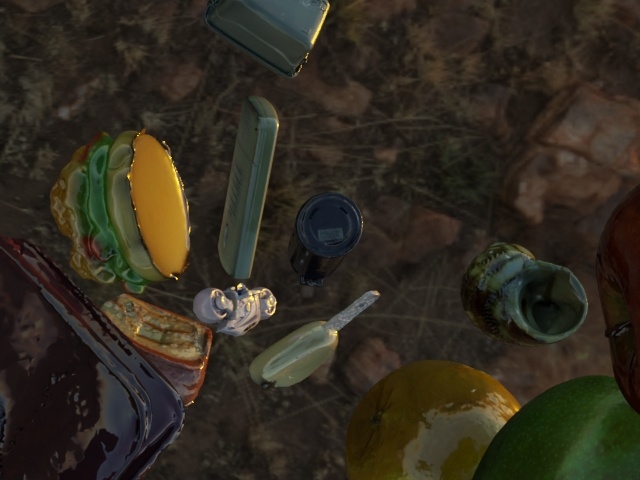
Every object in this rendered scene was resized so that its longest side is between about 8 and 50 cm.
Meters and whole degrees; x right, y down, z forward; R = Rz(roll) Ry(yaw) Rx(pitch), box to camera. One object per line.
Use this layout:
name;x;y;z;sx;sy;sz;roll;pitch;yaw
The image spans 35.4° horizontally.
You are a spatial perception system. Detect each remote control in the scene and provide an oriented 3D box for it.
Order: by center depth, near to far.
remote control;-0.096;-0.069;1.309;0.038;0.098;0.233;4;116;-19

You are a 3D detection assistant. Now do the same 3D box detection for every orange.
orange;0.161;0.302;1.417;0.235;0.279;0.279;40;73;-24

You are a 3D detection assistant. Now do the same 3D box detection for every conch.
conch;0.317;0.082;1.591;0.187;0.124;0.181;-16;82;10

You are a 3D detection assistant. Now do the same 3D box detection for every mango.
mango;0.241;0.311;0.992;0.201;0.225;0.382;7;107;-31

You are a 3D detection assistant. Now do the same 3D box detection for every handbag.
handbag;-0.213;0.120;0.628;0.216;0.203;0.074;-52;158;4

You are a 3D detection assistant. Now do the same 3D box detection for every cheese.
cheese;0.000;0.157;1.645;0.127;0.251;0.054;9;46;-58

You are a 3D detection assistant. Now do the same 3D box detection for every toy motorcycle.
toy motorcycle;-0.176;0.148;2.111;0.254;0.112;0.112;5;93;-60

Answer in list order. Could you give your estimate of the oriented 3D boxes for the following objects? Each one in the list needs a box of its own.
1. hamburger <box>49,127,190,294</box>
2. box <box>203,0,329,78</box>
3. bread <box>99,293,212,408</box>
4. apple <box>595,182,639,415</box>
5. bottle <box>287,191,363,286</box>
hamburger;-0.289;-0.036;1.416;0.149;0.237;0.237;-10;106;11
box;-0.072;-0.337;1.483;0.172;0.093;0.124;30;60;-19
bread;-0.302;0.189;1.743;0.244;0.190;0.123;19;118;-15
apple;0.323;0.041;0.755;0.230;0.230;0.230;-5;98;-34
bottle;0.000;0.000;1.173;0.072;0.244;0.082;4;79;-4
